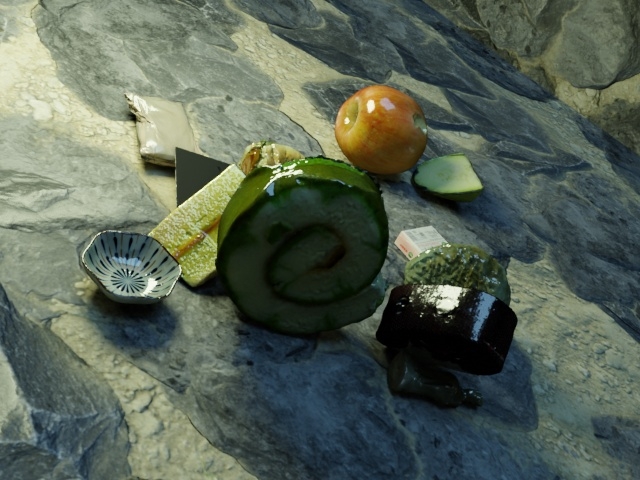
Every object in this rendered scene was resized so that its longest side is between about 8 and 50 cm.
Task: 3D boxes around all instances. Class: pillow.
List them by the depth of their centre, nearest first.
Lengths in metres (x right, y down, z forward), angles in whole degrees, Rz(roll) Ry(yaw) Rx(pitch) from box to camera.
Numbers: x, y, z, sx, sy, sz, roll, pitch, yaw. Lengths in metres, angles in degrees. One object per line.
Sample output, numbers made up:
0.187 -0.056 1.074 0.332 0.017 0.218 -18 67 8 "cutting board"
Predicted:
-0.379 -0.267 1.981 0.173 0.067 0.270 10 38 -35 "pillow"

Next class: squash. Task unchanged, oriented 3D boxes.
0.357 -0.158 2.389 0.184 0.085 0.192 -10 40 -4 "squash"

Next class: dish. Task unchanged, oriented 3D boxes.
-0.360 0.065 1.559 0.190 0.066 0.191 18 36 -14 "dish"

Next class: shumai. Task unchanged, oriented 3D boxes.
0.327 0.107 1.888 0.260 0.225 0.222 45 24 11 "shumai"

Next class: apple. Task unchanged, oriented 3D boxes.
0.176 -0.304 2.283 0.241 0.242 0.242 15 36 -31 "apple"

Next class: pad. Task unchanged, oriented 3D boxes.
-0.252 -0.093 1.855 0.159 0.009 0.265 16 45 -28 "pad"

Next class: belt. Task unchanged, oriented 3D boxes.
0.258 0.167 1.697 0.184 0.289 0.164 46 59 -41 "belt"

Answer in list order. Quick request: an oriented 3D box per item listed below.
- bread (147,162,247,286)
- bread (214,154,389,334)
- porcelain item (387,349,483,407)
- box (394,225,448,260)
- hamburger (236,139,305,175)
-0.228 -0.015 1.765 0.264 0.163 0.168 -40 84 -20 "bread"
-0.013 0.021 1.603 0.382 0.366 0.129 31 28 -28 "bread"
0.246 0.301 1.704 0.215 0.069 0.081 23 29 -18 "porcelain item"
0.261 0.012 2.103 0.125 0.043 0.089 -8 48 -43 "box"
-0.086 -0.148 1.976 0.207 0.155 0.135 12 41 -35 "hamburger"
